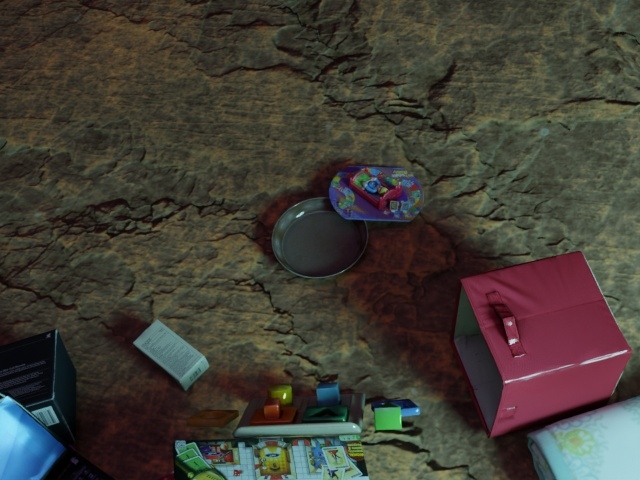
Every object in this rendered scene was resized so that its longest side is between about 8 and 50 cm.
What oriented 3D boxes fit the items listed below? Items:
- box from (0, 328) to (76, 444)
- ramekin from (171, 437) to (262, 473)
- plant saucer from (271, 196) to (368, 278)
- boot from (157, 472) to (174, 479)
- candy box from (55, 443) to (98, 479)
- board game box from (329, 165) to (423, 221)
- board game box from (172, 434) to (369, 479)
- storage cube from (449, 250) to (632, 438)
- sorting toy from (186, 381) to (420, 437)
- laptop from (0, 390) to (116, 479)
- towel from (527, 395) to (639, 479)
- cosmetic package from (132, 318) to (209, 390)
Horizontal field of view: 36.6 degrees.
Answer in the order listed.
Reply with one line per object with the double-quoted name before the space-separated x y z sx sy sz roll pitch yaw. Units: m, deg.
"box" -0.520 0.261 1.503 0.261 0.103 0.184 -17 34 -3
"ramekin" -0.099 0.428 1.347 0.277 0.135 0.277 -3 56 5
"plant saucer" 0.000 0.000 1.684 0.169 0.029 0.168 -4 56 6
"boot" -0.159 0.390 1.250 0.244 0.088 0.176 5 56 15
"candy box" -0.407 0.439 1.421 0.233 0.071 0.159 -40 60 -19
"board game box" 0.100 -0.094 1.710 0.169 0.033 0.133 3 49 -2
"board game box" -0.063 0.321 1.284 0.260 0.030 0.136 0 42 -12
"storage cube" 0.316 0.154 1.430 0.193 0.215 0.183 -13 55 -8
"sorting toy" -0.029 0.245 1.432 0.348 0.196 0.047 -4 94 5
"laptop" -0.402 0.383 1.332 0.264 0.136 0.234 28 65 24
"towel" 0.499 0.384 1.326 0.321 0.090 0.374 -15 56 -6
"cosmetic package" -0.244 0.187 1.585 0.115 0.041 0.060 35 68 27
